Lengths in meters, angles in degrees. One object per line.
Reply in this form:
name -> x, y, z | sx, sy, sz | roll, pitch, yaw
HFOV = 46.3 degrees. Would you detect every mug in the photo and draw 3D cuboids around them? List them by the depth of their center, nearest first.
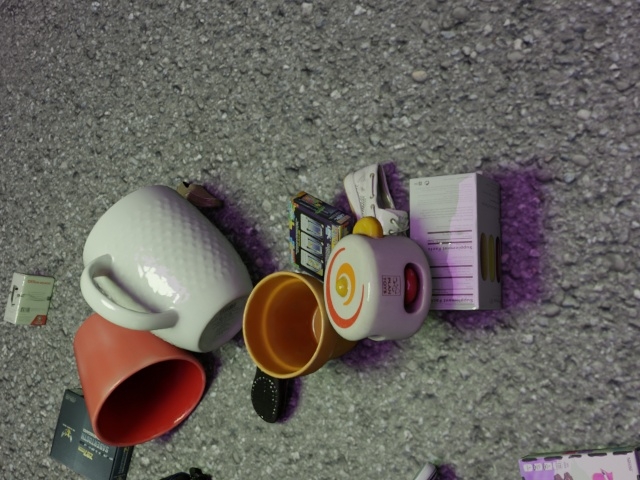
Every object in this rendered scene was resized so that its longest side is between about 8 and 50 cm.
mug -> -0.341, 0.088, 1.620 | 0.328, 0.374, 0.276 | 40, 120, 22

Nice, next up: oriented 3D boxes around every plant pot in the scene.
plant pot -> -0.019, 0.170, 1.509 | 0.205, 0.188, 0.205 | -5, 81, 37
plant pot -> -0.436, 0.292, 1.731 | 0.275, 0.275, 0.243 | -54, 51, 14

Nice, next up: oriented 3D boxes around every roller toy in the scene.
roller toy -> 0.095, 0.082, 1.340 | 0.209, 0.146, 0.191 | -67, 33, 35

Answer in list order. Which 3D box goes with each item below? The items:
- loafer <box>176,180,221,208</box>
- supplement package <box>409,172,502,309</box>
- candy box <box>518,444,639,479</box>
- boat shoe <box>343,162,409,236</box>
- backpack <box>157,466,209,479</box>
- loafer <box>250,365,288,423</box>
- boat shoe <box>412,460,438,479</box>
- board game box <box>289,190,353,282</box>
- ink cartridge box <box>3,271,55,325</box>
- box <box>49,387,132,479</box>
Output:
loafer -> -0.297, -0.110, 1.800 | 0.148, 0.056, 0.050 | 16, 98, 32
supplement package -> 0.254, 0.009, 1.397 | 0.133, 0.139, 0.244 | -3, 84, 32
candy box -> 0.451, 0.439, 1.259 | 0.196, 0.070, 0.165 | -15, 76, 30
boat shoe -> 0.130, -0.032, 1.502 | 0.096, 0.098, 0.277 | -29, 68, 26
backpack -> -0.360, 0.669, 1.629 | 0.213, 0.276, 0.263 | -31, 75, 30
loafer -> -0.094, 0.290, 1.613 | 0.080, 0.078, 0.220 | 18, 111, 36
boat shoe -> 0.175, 0.530, 1.419 | 0.076, 0.080, 0.228 | 30, 97, 13
board game box -> 0.000, 0.000, 1.557 | 0.141, 0.048, 0.170 | 29, 136, 30
ink cartridge box -> -0.796, 0.159, 2.047 | 0.056, 0.099, 0.135 | 12, 89, 33
box -> -0.573, 0.497, 1.889 | 0.232, 0.059, 0.183 | 16, 93, 33
